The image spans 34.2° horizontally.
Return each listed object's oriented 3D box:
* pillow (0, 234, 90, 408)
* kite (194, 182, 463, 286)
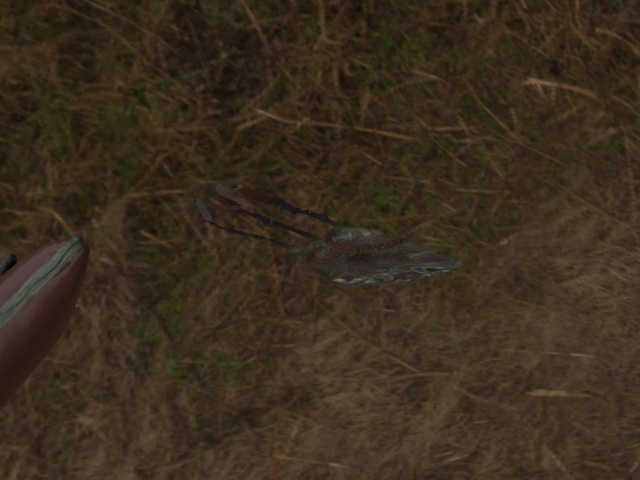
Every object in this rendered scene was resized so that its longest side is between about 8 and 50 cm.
[{"bbox_3d":[-0.249,0.076,0.792,0.075,0.171,0.179,39,65,0],"label":"pillow"},{"bbox_3d":[0.000,0.003,0.831,0.127,0.229,0.016,-21,56,45],"label":"kite"}]
